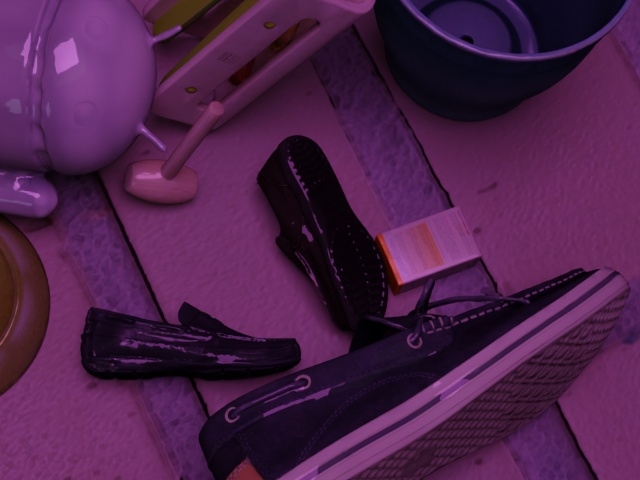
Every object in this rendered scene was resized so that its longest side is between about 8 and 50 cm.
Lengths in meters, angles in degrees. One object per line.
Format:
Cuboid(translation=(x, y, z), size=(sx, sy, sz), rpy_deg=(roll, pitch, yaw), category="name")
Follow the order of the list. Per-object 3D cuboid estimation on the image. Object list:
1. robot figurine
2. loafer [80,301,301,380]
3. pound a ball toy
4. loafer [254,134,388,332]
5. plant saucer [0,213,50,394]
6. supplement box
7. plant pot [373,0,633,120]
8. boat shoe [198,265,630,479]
Cuboid(translation=(-0.318, -0.174, 1.736), size=(0.353, 0.200, 0.300), rpy_deg=(8, 104, 8), category="robot figurine")
Cuboid(translation=(-0.130, 0.100, 1.741), size=(0.223, 0.076, 0.078), rpy_deg=(1, 77, -2), category="loafer")
Cuboid(translation=(-0.072, -0.182, 1.762), size=(0.135, 0.319, 0.208), rpy_deg=(13, 60, -33), category="pound a ball toy")
Cuboid(translation=(0.000, 0.000, 1.804), size=(0.080, 0.078, 0.220), rpy_deg=(-16, 81, -47), category="loafer")
Cuboid(translation=(-0.396, 0.060, 1.746), size=(0.240, 0.037, 0.241), rpy_deg=(2, 69, -6), category="plant saucer")
Cuboid(translation=(0.112, 0.011, 1.825), size=(0.098, 0.036, 0.062), rpy_deg=(-19, 73, -13), category="supplement box")
Cuboid(translation=(0.172, -0.256, 1.815), size=(0.271, 0.255, 0.272), rpy_deg=(3, 70, -7), category="plant pot")
Cuboid(translation=(0.101, 0.133, 1.689), size=(0.500, 0.187, 0.156), rpy_deg=(-27, 60, -25), category="boat shoe")
